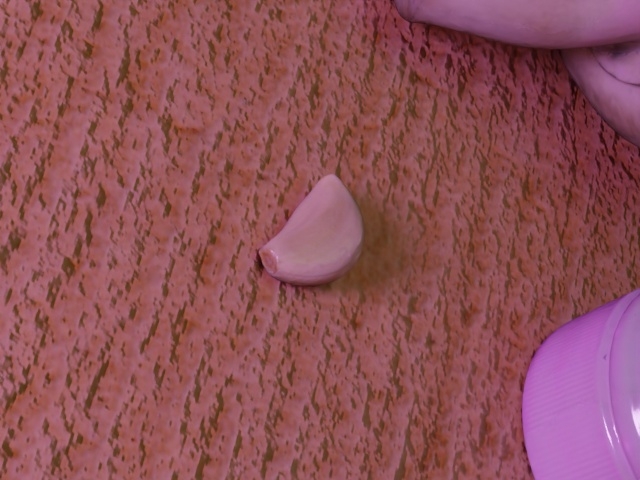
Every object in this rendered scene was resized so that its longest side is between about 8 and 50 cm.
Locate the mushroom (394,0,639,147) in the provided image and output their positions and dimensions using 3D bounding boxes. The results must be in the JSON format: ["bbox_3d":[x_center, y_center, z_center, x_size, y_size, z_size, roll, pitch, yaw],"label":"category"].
[{"bbox_3d":[0.251,-0.212,1.334,0.315,0.356,0.315,15,90,-69],"label":"mushroom"}]

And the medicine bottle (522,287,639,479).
[{"bbox_3d":[0.307,0.094,1.185,0.202,0.316,0.202,20,58,-35],"label":"medicine bottle"}]

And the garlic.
[{"bbox_3d":[-0.001,0.000,1.151,0.053,0.041,0.083,49,52,-5],"label":"garlic"}]
